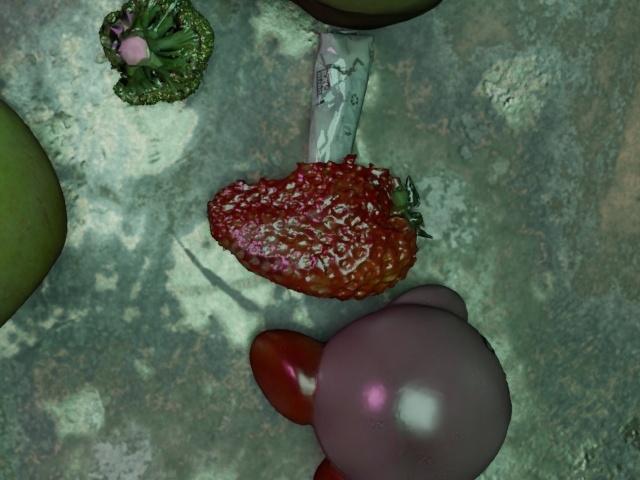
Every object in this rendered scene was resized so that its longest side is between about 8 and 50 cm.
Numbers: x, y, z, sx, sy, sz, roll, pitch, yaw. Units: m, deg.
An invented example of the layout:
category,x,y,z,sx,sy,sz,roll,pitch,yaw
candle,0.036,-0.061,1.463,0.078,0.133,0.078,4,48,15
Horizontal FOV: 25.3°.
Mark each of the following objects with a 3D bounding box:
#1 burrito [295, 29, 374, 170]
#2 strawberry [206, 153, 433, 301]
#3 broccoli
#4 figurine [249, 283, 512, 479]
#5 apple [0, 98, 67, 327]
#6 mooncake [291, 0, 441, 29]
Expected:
category,x,y,z,sx,sy,sz,roll,pitch,yaw
burrito,0.015,-0.143,1.616,0.064,0.064,0.203,11,92,-7
strawberry,0.002,0.006,1.577,0.236,0.107,0.175,-18,122,8
broccoli,-0.180,-0.212,1.558,0.131,0.120,0.130,-3,103,18
figurine,0.087,0.190,1.572,0.261,0.211,0.270,-25,97,-4
apple,-0.418,-0.013,1.452,0.277,0.319,0.319,43,89,-5
mooncake,0.025,-0.456,1.495,0.467,0.262,0.467,0,93,-8
